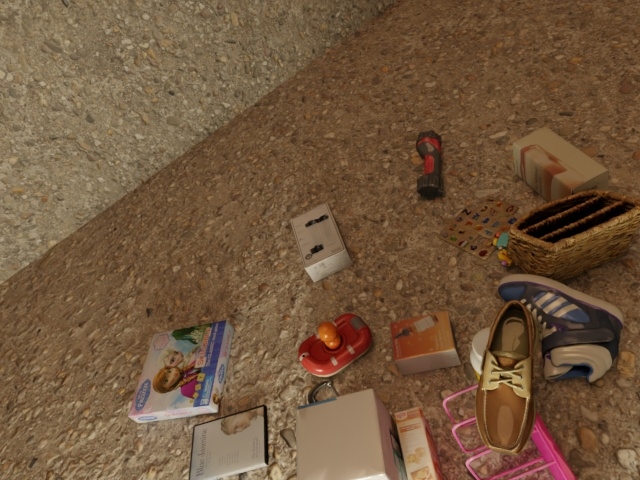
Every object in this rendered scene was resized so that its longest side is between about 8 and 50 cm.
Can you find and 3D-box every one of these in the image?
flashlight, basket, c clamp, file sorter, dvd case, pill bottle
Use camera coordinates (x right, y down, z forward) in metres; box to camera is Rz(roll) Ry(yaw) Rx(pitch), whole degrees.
[{"bbox_3d":[0.413,-0.293,1.854,0.103,0.103,0.304,-29,36,42],"label":"flashlight"},{"bbox_3d":[0.683,-0.041,1.333,0.299,0.223,0.213,-23,52,-3],"label":"basket"},{"bbox_3d":[0.037,0.468,1.404,0.137,0.022,0.161,-42,45,-5],"label":"c clamp"},{"bbox_3d":[0.414,0.473,1.056,0.182,0.202,0.290,-26,43,7],"label":"file sorter"},{"bbox_3d":[-0.274,0.608,1.439,0.253,0.022,0.180,-20,44,11],"label":"dvd case"},{"bbox_3d":[0.437,0.305,1.193,0.118,0.208,0.117,-15,45,16],"label":"pill bottle"}]

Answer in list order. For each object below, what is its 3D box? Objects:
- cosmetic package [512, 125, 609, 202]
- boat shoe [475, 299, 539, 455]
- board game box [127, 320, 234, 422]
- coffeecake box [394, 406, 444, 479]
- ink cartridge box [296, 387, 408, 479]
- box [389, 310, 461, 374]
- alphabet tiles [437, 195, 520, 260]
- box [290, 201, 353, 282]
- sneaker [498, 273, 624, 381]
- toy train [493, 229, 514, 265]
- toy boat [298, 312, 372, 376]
[{"bbox_3d":[0.764,-0.219,1.552,0.129,0.153,0.296,-27,41,2],"label":"cosmetic package"},{"bbox_3d":[0.388,0.271,1.012,0.123,0.120,0.323,0,53,26],"label":"boat shoe"},{"bbox_3d":[-0.474,0.449,1.666,0.318,0.066,0.318,-14,45,17],"label":"board game box"},{"bbox_3d":[0.241,0.518,1.150,0.068,0.142,0.185,-19,44,11],"label":"coffeecake box"},{"bbox_3d":[0.086,0.518,1.142,0.198,0.270,0.197,-18,42,13],"label":"ink cartridge box"},{"bbox_3d":[0.296,0.292,1.371,0.171,0.091,0.130,-16,45,15],"label":"box"},{"bbox_3d":[0.544,-0.054,1.621,0.237,0.009,0.198,-43,44,-14],"label":"alphabet tiles"},{"bbox_3d":[0.000,0.000,1.812,0.169,0.087,0.290,-26,43,5],"label":"box"},{"bbox_3d":[0.581,0.232,1.240,0.323,0.130,0.236,20,58,34],"label":"sneaker"},{"bbox_3d":[0.605,0.033,1.482,0.125,0.046,0.166,-18,45,8],"label":"toy train"},{"bbox_3d":[0.033,0.301,1.462,0.231,0.151,0.151,-35,42,-5],"label":"toy boat"}]
